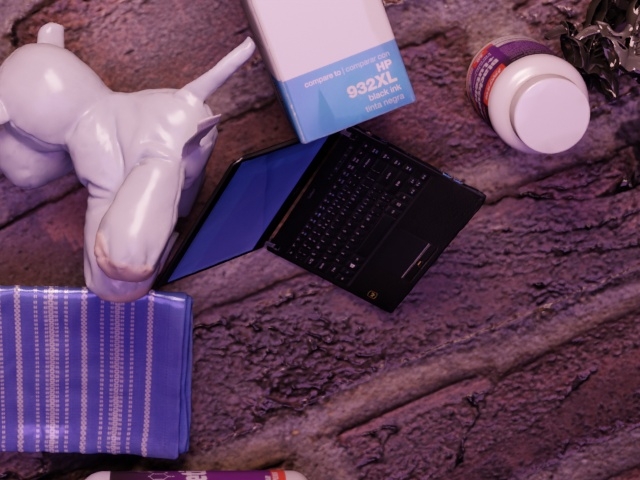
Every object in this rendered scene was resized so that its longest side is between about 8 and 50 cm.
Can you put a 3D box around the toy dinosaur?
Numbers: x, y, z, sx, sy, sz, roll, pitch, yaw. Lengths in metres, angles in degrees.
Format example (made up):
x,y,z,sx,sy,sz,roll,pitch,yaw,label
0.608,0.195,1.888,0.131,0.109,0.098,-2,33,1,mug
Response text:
x,y,z,sx,sy,sz,roll,pitch,yaw,label
0.364,-0.269,1.755,0.322,0.164,0.218,34,86,3,toy dinosaur

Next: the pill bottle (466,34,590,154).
x,y,z,sx,sy,sz,roll,pitch,yaw,label
0.226,-0.153,1.724,0.108,0.193,0.108,-2,107,-6,pill bottle

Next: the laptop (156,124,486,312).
x,y,z,sx,sy,sz,roll,pitch,yaw,label
0.000,0.000,1.721,0.264,0.136,0.234,28,137,-8,laptop

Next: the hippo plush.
x,y,z,sx,sy,sz,roll,pitch,yaw,label
-0.243,-0.088,1.658,0.237,0.234,0.294,25,145,-1,hippo plush

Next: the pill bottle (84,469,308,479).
x,y,z,sx,sy,sz,roll,pitch,yaw,label
-0.169,0.354,1.840,0.323,0.181,0.181,1,107,-7,pill bottle

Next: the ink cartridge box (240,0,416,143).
x,y,z,sx,sy,sz,roll,pitch,yaw,label
-0.026,-0.280,1.641,0.129,0.223,0.307,-21,108,-1,ink cartridge box

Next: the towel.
x,y,z,sx,sy,sz,roll,pitch,yaw,label
-0.311,0.152,1.798,0.336,0.040,0.243,1,126,-7,towel
